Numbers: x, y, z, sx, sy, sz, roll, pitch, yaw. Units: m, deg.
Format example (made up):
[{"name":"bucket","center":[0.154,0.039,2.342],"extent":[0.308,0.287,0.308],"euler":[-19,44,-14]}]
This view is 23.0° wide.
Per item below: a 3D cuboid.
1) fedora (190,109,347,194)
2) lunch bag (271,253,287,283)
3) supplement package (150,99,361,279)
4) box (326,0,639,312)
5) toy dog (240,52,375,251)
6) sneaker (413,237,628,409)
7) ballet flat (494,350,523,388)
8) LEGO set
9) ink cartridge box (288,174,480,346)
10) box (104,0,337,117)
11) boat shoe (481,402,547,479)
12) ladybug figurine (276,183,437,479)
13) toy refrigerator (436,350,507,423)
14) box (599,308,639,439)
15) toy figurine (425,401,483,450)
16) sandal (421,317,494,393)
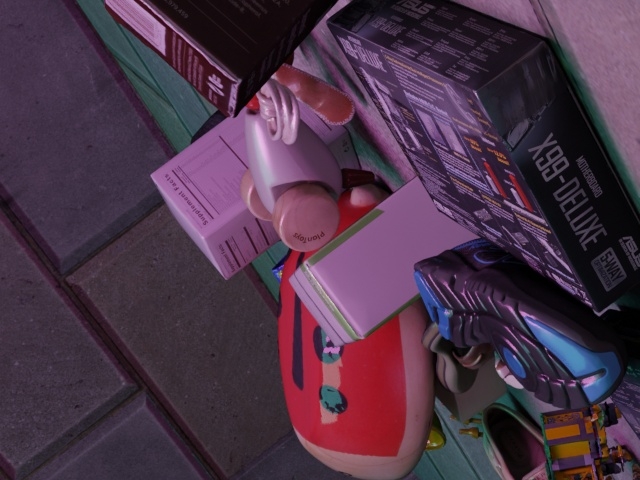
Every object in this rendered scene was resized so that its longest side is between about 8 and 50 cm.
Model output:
[{"name":"fedora","center":[-0.095,-0.113,2.447],"extent":[0.334,0.152,0.334],"euler":[51,172,10]},{"name":"lunch bag","center":[0.013,0.053,2.559],"extent":[0.129,0.151,0.096],"euler":[55,172,-14]},{"name":"supplement package","center":[-0.086,-0.088,2.153],"extent":[0.139,0.244,0.134],"euler":[49,171,28]},{"name":"box","center":[0.146,-0.093,1.398],"extent":[0.242,0.076,0.307],"euler":[57,171,-27]},{"name":"toy dog","center":[-0.017,-0.146,1.943],"extent":[0.334,0.161,0.220],"euler":[90,154,-49]},{"name":"sneaker","center":[0.206,0.051,1.485],"extent":[0.125,0.139,0.341],"euler":[65,168,-21]},{"name":"ballet flat","center":[0.249,0.158,2.003],"extent":[0.057,0.052,0.168],"euler":[53,173,-10]},{"name":"LEGO set","center":[0.363,0.307,1.763],"extent":[0.331,0.192,0.255],"euler":[71,-170,-58]},{"name":"ink cartridge box","center":[0.077,0.022,1.858],"extent":[0.115,0.198,0.273],"euler":[53,172,1]},{"name":"box","center":[-0.073,-0.249,1.416],"extent":[0.167,0.203,0.168],"euler":[41,172,1]},{"name":"boat shoe","center":[0.326,0.356,2.257],"extent":[0.302,0.109,0.098],"euler":[54,176,37]},{"name":"ladybug figurine","center":[0.040,0.135,2.177],"extent":[0.305,0.161,0.449],"euler":[-143,47,-59]},{"name":"toy refrigerator","center":[0.157,0.132,2.294],"extent":[0.269,0.094,0.102],"euler":[46,162,40]},{"name":"box","center":[0.341,0.158,1.437],"extent":[0.183,0.059,0.232],"euler":[54,171,-10]},{"name":"toy figurine","center":[0.156,0.183,2.555],"extent":[0.362,0.191,0.217],"euler":[52,-153,-57]},{"name":"sandal","center":[0.195,0.116,2.014],"extent":[0.086,0.120,0.303],"euler":[19,162,19]}]
